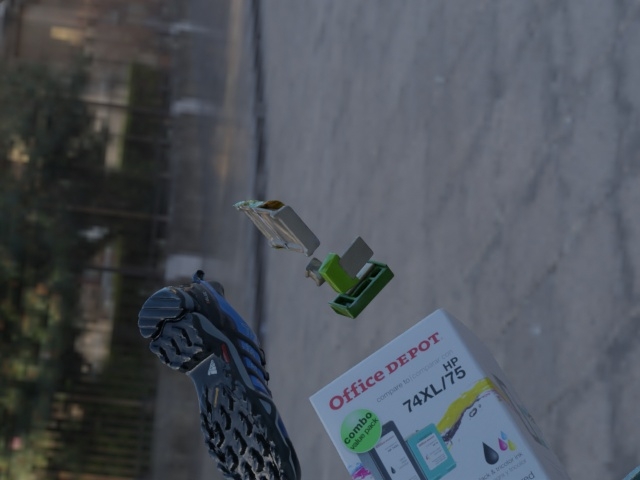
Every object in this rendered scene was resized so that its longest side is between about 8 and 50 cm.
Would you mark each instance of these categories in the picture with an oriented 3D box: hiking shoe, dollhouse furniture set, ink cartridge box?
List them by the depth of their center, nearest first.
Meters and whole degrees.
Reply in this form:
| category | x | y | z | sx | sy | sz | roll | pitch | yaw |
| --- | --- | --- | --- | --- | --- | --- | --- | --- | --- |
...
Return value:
| category | x | y | z | sx | sy | sz | roll | pitch | yaw |
| --- | --- | --- | --- | --- | --- | --- | --- | --- | --- |
| dollhouse furniture set | 0.000 | 0.000 | 1.397 | 0.058 | 0.152 | 0.076 | -49 | 27 | -16 |
| ink cartridge box | 0.156 | 0.259 | 1.810 | 0.270 | 0.198 | 0.197 | 59 | -171 | 27 |
| hiking shoe | -0.096 | 0.177 | 1.921 | 0.132 | 0.113 | 0.304 | -28 | -91 | -56 |

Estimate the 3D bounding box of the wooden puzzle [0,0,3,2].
| category | x | y | z | sx | sy | sz | roll | pitch | yaw |
| --- | --- | --- | --- | --- | --- | --- | --- | --- | --- |
| wooden puzzle | -0.459 | -0.329 | 1.330 | 0.322 | 0.348 | 0.080 | 86 | 173 | -46 |

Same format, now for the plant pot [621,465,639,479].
| category | x | y | z | sx | sy | sz | roll | pitch | yaw |
| --- | --- | --- | --- | --- | --- | --- | --- | --- | --- |
| plant pot | 0.362 | 0.351 | 1.343 | 0.293 | 0.196 | 0.293 | -160 | 90 | -73 |
